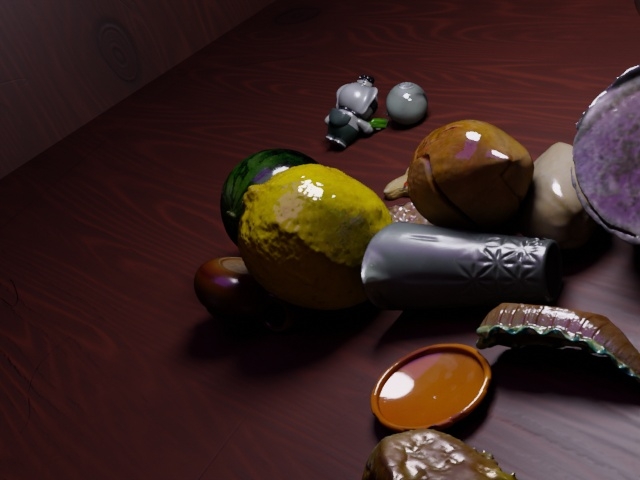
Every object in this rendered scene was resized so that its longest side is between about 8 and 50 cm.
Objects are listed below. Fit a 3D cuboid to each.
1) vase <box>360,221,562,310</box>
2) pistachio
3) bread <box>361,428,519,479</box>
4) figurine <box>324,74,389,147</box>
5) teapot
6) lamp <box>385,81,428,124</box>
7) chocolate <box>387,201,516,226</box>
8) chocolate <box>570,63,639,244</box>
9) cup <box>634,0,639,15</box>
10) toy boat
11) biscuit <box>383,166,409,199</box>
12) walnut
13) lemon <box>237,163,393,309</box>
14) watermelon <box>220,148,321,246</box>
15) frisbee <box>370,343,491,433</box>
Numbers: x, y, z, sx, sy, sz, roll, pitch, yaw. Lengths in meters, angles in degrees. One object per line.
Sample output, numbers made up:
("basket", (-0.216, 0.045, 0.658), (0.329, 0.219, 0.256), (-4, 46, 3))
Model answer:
("vase", (0.251, 0.044, 1.595), (0.301, 0.156, 0.251), (1, 15, 32))
("pistachio", (0.416, -0.075, 1.636), (0.153, 0.137, 0.237), (-3, 40, 26))
("bread", (0.142, 0.351, 1.071), (0.176, 0.246, 0.195), (-3, 19, -14))
("figurine", (0.084, -0.324, 2.350), (0.147, 0.126, 0.192), (24, 87, 42))
("teapot", (-0.143, 0.116, 1.824), (0.252, 0.135, 0.178), (25, 24, 35))
("lamp", (0.209, -0.331, 2.288), (0.105, 0.105, 0.105), (-20, 28, 12))
("chocolate", (0.259, -0.050, 1.808), (0.329, 0.065, 0.102), (-11, 56, 25))
("chocolate", (0.560, -0.108, 1.493), (0.303, 0.213, 0.303), (-7, 73, 23))
("cup", (0.845, -0.578, 2.102), (0.280, 0.196, 0.196), (-28, 27, -23))
("toy boat", (0.360, 0.147, 1.364), (0.293, 0.108, 0.099), (12, 80, 43))
("biscuit", (0.250, -0.128, 1.987), (0.153, 0.030, 0.234), (-43, 32, -25))
("walnut", (0.256, -0.118, 1.640), (0.203, 0.203, 0.298), (-35, 2, -16))
("lemon", (0.000, 0.000, 1.717), (0.268, 0.322, 0.268), (-155, 90, -83))
("watermelon", (-0.086, -0.070, 1.946), (0.242, 0.242, 0.242), (-20, 28, 12))
("frisbee", (0.170, 0.230, 1.438), (0.192, 0.035, 0.192), (-19, 29, 11))
